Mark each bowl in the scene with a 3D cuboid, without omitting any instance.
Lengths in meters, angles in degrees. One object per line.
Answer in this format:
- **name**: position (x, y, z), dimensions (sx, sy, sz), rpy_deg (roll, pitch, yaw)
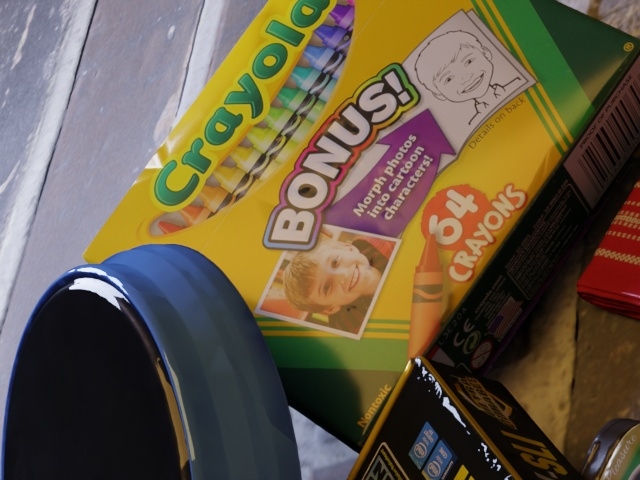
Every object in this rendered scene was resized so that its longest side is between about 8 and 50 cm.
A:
- **bowl**: position (-0.137, 0.198, 1.370), dimensions (0.391, 0.077, 0.391), rpy_deg (3, 93, 60)

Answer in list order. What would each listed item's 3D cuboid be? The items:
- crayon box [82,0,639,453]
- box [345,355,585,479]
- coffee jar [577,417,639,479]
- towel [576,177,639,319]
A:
- **crayon box**: position (0.040, -0.048, 1.470), dimensions (0.313, 0.106, 0.363), rpy_deg (31, 82, 33)
- **box**: position (0.090, 0.259, 1.162), dimensions (0.257, 0.079, 0.322), rpy_deg (-61, 30, 15)
- **coffee jar**: position (0.233, 0.170, 1.145), dimensions (0.184, 0.079, 0.096), rpy_deg (16, 77, 55)
- **towel**: position (0.310, -0.052, 1.320), dimensions (0.199, 0.031, 0.275), rpy_deg (16, 70, 55)
